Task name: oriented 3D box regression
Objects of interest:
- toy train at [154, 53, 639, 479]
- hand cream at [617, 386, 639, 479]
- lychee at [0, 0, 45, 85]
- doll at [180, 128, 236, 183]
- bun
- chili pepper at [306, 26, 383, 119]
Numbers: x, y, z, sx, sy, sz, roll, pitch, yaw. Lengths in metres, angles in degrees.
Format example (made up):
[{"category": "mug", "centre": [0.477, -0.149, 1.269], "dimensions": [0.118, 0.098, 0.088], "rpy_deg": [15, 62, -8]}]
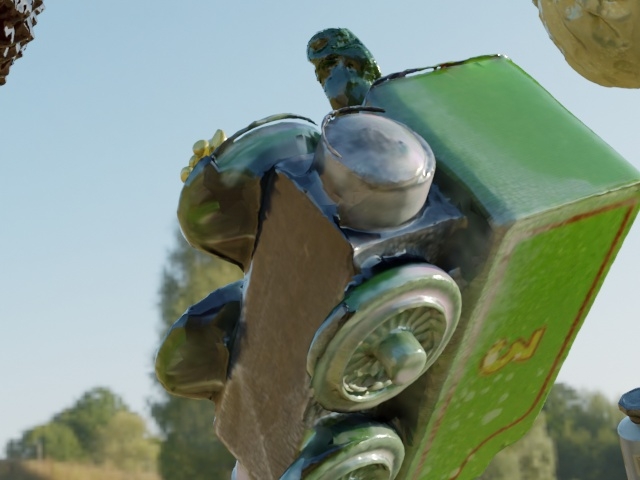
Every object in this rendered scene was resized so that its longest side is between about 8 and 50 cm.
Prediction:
[{"category": "toy train", "centre": [0.042, 0.042, 0.761], "dimensions": [0.248, 0.173, 0.307], "rpy_deg": [-16, -41, -33]}, {"category": "hand cream", "centre": [0.341, 0.269, 1.193], "dimensions": [0.091, 0.271, 0.058], "rpy_deg": [-18, 18, 4]}, {"category": "lychee", "centre": [-0.332, -0.208, 0.905], "dimensions": [0.264, 0.300, 0.264], "rpy_deg": [-5, -38, -4]}, {"category": "doll", "centre": [-0.085, -0.063, 1.662], "dimensions": [0.086, 0.117, 0.291], "rpy_deg": [19, -2, 41]}, {"category": "bun", "centre": [0.254, -0.244, 1.068], "dimensions": [0.145, 0.229, 0.229], "rpy_deg": [-5, -13, 7]}, {"category": "chili pepper", "centre": [0.050, -0.195, 1.718], "dimensions": [0.098, 0.224, 0.061], "rpy_deg": [-23, -12, 7]}]
